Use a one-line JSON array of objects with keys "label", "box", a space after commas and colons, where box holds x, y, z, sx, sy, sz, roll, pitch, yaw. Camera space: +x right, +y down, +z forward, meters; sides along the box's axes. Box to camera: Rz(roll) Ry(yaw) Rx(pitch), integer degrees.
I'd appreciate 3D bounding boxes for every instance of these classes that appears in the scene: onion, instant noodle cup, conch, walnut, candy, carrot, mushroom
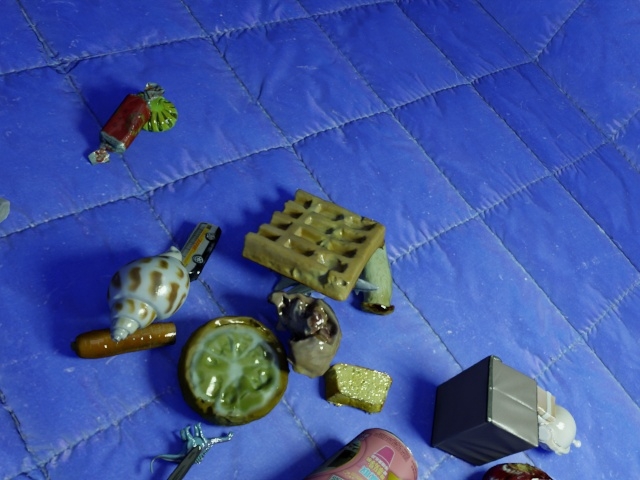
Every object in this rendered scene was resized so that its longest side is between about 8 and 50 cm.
[{"label": "onion", "box": [0.475, 0.651, 1.468, 0.195, 0.140, 0.218, 3, 96, -27]}, {"label": "instant noodle cup", "box": [0.080, 0.541, 1.299, 0.244, 0.244, 0.255, 49, 45, 11]}, {"label": "conch", "box": [-0.391, 0.118, 1.360, 0.148, 0.183, 0.275, 51, 38, 4]}, {"label": "walnut", "box": [-0.021, 0.214, 1.454, 0.141, 0.204, 0.238, -30, 51, 4]}, {"label": "candy", "box": [-0.525, -0.318, 1.633, 0.086, 0.059, 0.292, 28, 72, 1]}, {"label": "candy", "box": [-0.199, 0.296, 1.383, 0.260, 0.118, 0.260, 11, 55, -16]}, {"label": "carrot", "box": [-0.439, 0.222, 1.349, 0.225, 0.067, 0.067, -6, 61, -31]}, {"label": "mushroom", "box": [0.150, 0.074, 1.725, 0.100, 0.081, 0.312, 10, 53, -21]}]

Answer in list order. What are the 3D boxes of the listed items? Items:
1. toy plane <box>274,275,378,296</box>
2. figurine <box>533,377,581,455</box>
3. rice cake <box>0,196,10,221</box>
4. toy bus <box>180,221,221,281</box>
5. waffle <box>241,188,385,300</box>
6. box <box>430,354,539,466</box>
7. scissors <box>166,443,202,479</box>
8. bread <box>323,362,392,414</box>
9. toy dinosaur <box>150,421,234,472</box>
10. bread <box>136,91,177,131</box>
[{"label": "toy plane", "box": [0.023, 0.108, 1.614, 0.267, 0.088, 0.212, 15, 52, 7]}, {"label": "figurine", "box": [0.597, 0.488, 1.635, 0.237, 0.141, 0.162, 43, 28, -7]}, {"label": "rice cake", "box": [-0.823, 0.040, 1.289, 0.070, 0.064, 0.399, 26, 50, 4]}, {"label": "toy bus", "box": [-0.318, 0.027, 1.546, 0.072, 0.057, 0.172, 22, 51, 1]}, {"label": "waffle", "box": [0.000, 0.001, 1.614, 0.304, 0.077, 0.348, 22, 36, 13]}, {"label": "box", "box": [0.406, 0.429, 1.496, 0.153, 0.252, 0.188, 25, 50, -10]}, {"label": "scissors", "box": [-0.314, 0.508, 1.221, 0.088, 0.017, 0.220, 38, 62, 3]}, {"label": "bread", "box": [0.099, 0.370, 1.515, 0.187, 0.065, 0.103, 21, 46, -14]}, {"label": "toy dinosaur", "box": [-0.275, 0.440, 1.294, 0.197, 0.045, 0.080, -13, 76, -36]}, {"label": "bread", "box": [-0.481, -0.373, 1.728, 0.130, 0.071, 0.139, -28, 73, -32]}]
